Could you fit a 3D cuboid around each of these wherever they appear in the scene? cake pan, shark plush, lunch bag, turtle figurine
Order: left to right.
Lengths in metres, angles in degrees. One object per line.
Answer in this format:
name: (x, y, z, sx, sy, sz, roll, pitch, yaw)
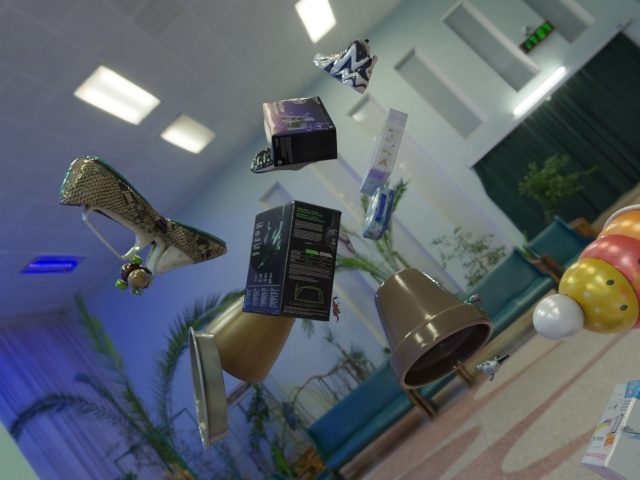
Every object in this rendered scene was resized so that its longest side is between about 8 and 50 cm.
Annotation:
cake pan: (-0.276, 0.353, 1.216, 0.054, 0.293, 0.293, -7, -23, -20)
lunch bag: (0.251, -0.115, 2.163, 0.176, 0.090, 0.219, 108, 177, -71)
turtle figurine: (0.566, 0.309, 2.069, 0.234, 0.175, 0.118, -27, -30, 30)
shark plush: (0.635, 0.447, 1.838, 0.067, 0.073, 0.161, -45, -22, -35)

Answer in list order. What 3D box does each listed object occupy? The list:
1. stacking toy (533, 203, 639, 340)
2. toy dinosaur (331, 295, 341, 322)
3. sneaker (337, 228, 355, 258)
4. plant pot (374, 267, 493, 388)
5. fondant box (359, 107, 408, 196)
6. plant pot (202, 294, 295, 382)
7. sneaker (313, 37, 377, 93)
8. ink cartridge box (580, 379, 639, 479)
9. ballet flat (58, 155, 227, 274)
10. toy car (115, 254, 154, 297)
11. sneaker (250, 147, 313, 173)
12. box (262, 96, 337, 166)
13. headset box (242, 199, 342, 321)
stacking toy: (0.772, 0.142, 1.333, 0.479, 0.351, 0.350, -26, -14, -16)
toy dinosaur: (0.065, 0.269, 2.022, 0.047, 0.090, 0.082, -18, -48, -7)
sneaker: (0.000, 0.000, 1.941, 0.114, 0.305, 0.152, -4, -56, -61)
plant pot: (0.250, 0.200, 1.241, 0.263, 0.229, 0.263, -21, -39, -18)
fondant box: (0.284, -0.392, 2.249, 0.238, 0.096, 0.330, 112, 176, -66)
plant pot: (-0.181, 0.246, 1.480, 0.254, 0.237, 0.237, -51, -12, 14)
sneaker: (0.090, -0.590, 1.611, 0.094, 0.235, 0.153, 16, -69, -50)
ink cartridge box: (0.781, 0.487, 1.205, 0.233, 0.168, 0.171, -57, -18, -14)
ballet flat: (-0.459, -0.020, 1.306, 0.483, 0.164, 0.182, 40, -118, -42)
toy car: (-0.766, 0.171, 2.132, 0.149, 0.188, 0.155, 32, -96, -38)
sneaker: (-0.130, -0.289, 1.831, 0.271, 0.100, 0.108, -13, -37, 14)
box: (-0.065, -0.327, 1.472, 0.184, 0.261, 0.103, -7, -54, -9)
headset box: (-0.075, 0.047, 1.224, 0.131, 0.283, 0.246, 11, -11, -27)
